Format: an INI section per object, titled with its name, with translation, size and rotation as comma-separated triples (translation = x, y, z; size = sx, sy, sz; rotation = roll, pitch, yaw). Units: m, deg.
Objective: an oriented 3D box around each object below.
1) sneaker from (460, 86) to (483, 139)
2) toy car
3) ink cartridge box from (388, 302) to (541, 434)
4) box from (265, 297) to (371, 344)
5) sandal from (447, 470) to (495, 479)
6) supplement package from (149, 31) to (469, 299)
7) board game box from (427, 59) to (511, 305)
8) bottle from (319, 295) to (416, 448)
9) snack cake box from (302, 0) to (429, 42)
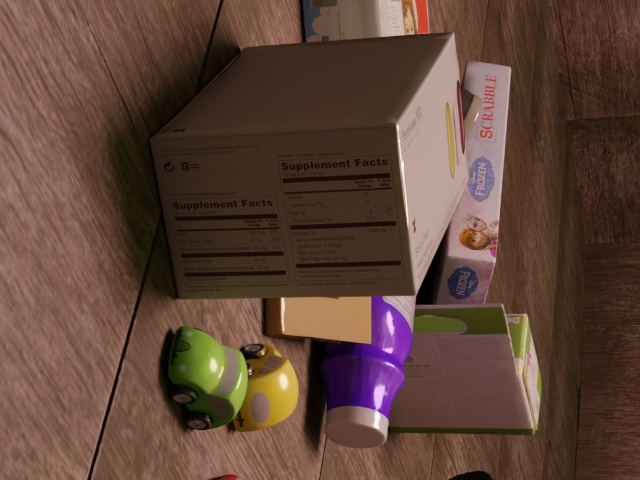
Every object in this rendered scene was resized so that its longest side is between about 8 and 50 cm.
[sneaker]
translation = 0.102, -0.104, 1.936
size = 0.222, 0.118, 0.083
rotation = -63, -177, 0
[toy car]
translation = -0.071, 0.150, 1.300
size = 0.225, 0.053, 0.239
rotation = 68, 25, -51
[ink cartridge box]
translation = 0.155, 0.125, 1.860
size = 0.255, 0.188, 0.097
rotation = 71, 24, -46
[box]
translation = 0.000, 0.000, 1.544
size = 0.164, 0.021, 0.201
rotation = 11, 77, -55
[sandal]
translation = 0.142, 0.437, 1.910
size = 0.107, 0.167, 0.446
rotation = 51, 24, -23
[supplement package]
translation = 0.003, -0.069, 1.312
size = 0.262, 0.204, 0.145
rotation = -58, 143, -62
[board game box]
translation = 0.195, -0.020, 2.090
size = 0.318, 0.066, 0.319
rotation = 95, 3, -57
[bottle]
translation = 0.052, 0.083, 1.675
size = 0.118, 0.092, 0.283
rotation = 56, 36, -53
[snack cake box]
translation = 0.058, -0.226, 1.742
size = 0.264, 0.089, 0.152
rotation = -29, 114, -73
